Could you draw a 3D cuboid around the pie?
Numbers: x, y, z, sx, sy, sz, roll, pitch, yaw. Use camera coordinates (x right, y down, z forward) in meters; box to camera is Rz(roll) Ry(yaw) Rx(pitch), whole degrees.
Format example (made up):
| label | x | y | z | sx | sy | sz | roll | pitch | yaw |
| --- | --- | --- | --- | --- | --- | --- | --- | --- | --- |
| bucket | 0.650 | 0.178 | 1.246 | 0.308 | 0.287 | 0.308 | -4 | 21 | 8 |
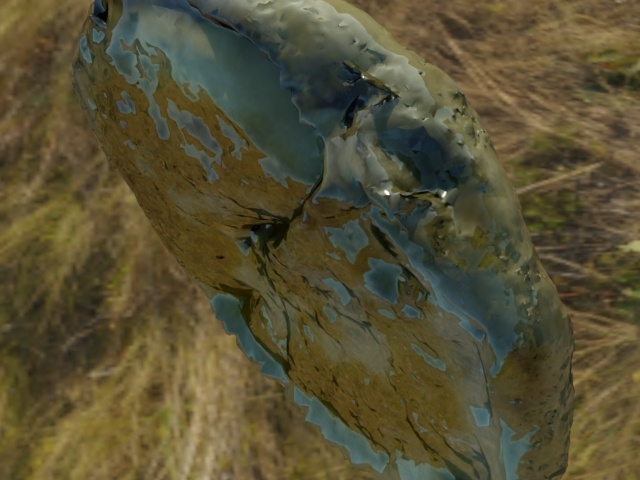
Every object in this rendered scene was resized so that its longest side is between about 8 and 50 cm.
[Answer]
| label | x | y | z | sx | sy | sz | roll | pitch | yaw |
| --- | --- | --- | --- | --- | --- | --- | --- | --- | --- |
| pie | 0.000 | 0.000 | 0.722 | 0.339 | 0.077 | 0.339 | 39 | 154 | 23 |
